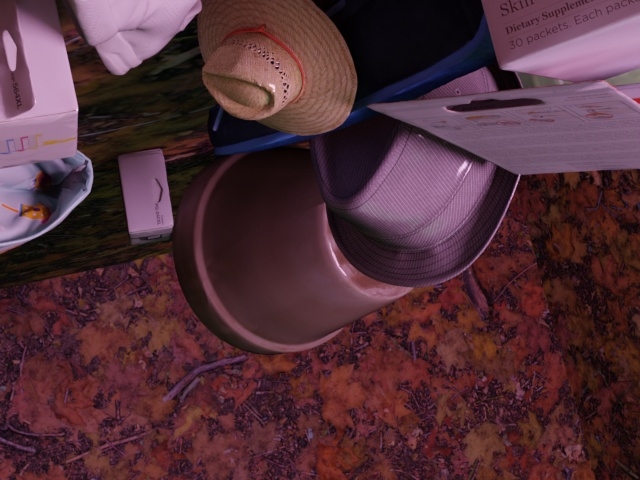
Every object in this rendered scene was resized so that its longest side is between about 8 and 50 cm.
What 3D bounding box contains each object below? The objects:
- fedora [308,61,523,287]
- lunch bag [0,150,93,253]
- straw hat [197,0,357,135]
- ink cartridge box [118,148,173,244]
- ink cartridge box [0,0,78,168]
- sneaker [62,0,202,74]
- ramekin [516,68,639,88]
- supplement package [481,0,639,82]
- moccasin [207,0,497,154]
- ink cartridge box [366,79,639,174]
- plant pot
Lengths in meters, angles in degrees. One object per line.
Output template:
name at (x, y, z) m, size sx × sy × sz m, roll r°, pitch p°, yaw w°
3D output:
fedora at (0.072, -0.100, 0.850) m, size 0.243 × 0.275 × 0.124 m, roll 19°, pitch 179°, yaw 43°
lunch bag at (-0.351, -0.038, 0.738) m, size 0.262 × 0.160 × 0.223 m, roll -5°, pitch 170°, yaw -37°
straw hat at (-0.050, -0.123, 0.636) m, size 0.144 × 0.144 × 0.061 m, roll -18°, pitch -156°, yaw 46°
ink cartridge box at (-0.247, -0.058, 1.209) m, size 0.063 × 0.109 × 0.150 m, roll -9°, pitch 175°, yaw -12°
ink cartridge box at (-0.224, -0.112, 0.604) m, size 0.089 × 0.092 × 0.143 m, roll -13°, pitch 175°, yaw -18°
sneaker at (-0.113, -0.163, 0.523) m, size 0.094 × 0.080 × 0.212 m, roll -26°, pitch -176°, yaw -3°
ramekin at (0.287, -0.190, 0.970) m, size 0.303 × 0.148 × 0.303 m, roll -14°, pitch 177°, yaw -1°
supplement package at (0.243, -0.209, 0.521) m, size 0.261 × 0.145 × 0.204 m, roll -17°, pitch 177°, yaw 32°
moccasin at (0.020, -0.159, 0.718) m, size 0.342 × 0.117 × 0.137 m, roll -16°, pitch -176°, yaw 44°
ink cartridge box at (0.180, -0.102, 0.654) m, size 0.189 × 0.066 × 0.232 m, roll 1°, pitch 168°, yaw 42°
plant pot at (0.000, 0.000, 1.208) m, size 0.323 × 0.323 × 0.280 m, roll -12°, pitch -179°, yaw -37°
